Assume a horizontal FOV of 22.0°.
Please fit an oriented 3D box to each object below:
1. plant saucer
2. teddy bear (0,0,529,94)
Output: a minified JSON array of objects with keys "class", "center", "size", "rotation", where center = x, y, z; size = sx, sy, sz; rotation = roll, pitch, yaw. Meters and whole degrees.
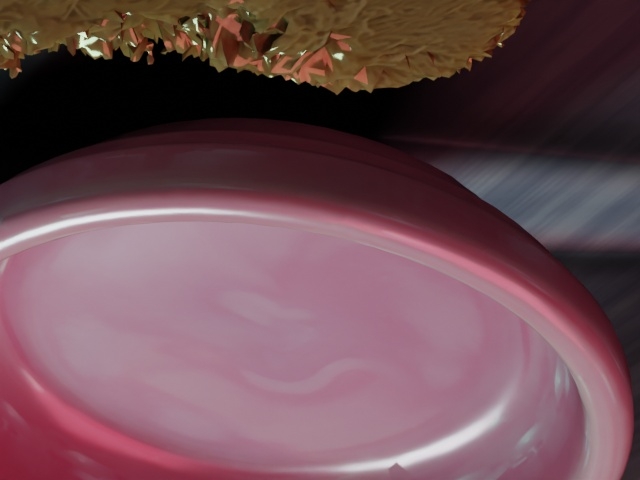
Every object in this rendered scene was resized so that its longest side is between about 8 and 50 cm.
[{"class":"plant saucer","center":[-0.028,0.057,0.747],"size":[0.332,0.084,0.332],"rotation":[3,141,3]},{"class":"teddy bear","center":[-0.096,-0.113,0.410],"size":[0.338,0.113,0.245],"rotation":[-9,150,-14]}]
